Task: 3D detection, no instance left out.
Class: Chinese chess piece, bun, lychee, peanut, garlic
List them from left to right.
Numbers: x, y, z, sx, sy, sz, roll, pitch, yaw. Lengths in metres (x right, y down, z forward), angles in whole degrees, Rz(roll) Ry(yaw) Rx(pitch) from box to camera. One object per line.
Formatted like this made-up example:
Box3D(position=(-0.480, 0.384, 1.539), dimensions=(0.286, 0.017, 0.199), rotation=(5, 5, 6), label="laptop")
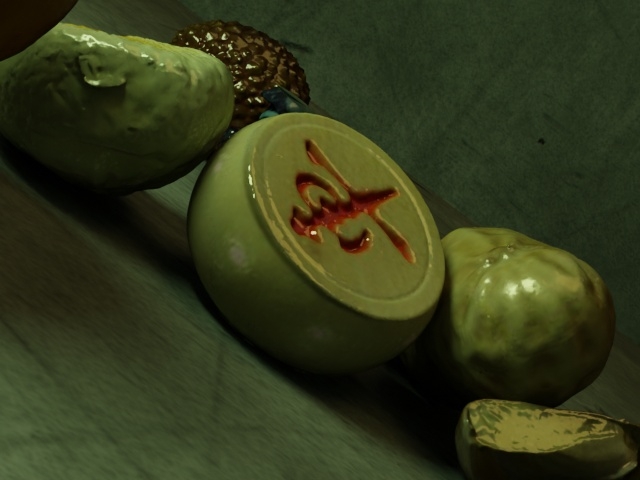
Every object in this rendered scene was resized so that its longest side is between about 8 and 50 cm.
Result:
Box3D(position=(-0.188, -0.117, 1.259), dimensions=(0.244, 0.153, 0.244), rotation=(7, 8, -1), label="bun")
Box3D(position=(-0.110, -0.189, 1.823), dimensions=(0.238, 0.200, 0.200), rotation=(44, 3, -38), label="lychee")
Box3D(position=(0.000, 0.000, 1.249), dimensions=(0.251, 0.097, 0.251), rotation=(25, 43, -26), label="Chinese chess piece")
Box3D(position=(0.165, 0.083, 1.391), dimensions=(0.192, 0.169, 0.387), rotation=(52, -14, -2), label="peanut")
Box3D(position=(0.201, 0.199, 1.263), dimensions=(0.195, 0.101, 0.087), rotation=(10, 50, -18), label="garlic")

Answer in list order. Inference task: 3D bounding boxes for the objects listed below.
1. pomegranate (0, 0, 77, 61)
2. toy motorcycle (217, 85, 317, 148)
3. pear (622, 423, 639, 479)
Box3D(position=(-0.338, -0.304, 0.949), dimensions=(0.411, 0.411, 0.411), rotation=(36, 9, -7), label="pomegranate")
Box3D(position=(-0.001, -0.053, 1.573), dimensions=(0.232, 0.172, 0.416), rotation=(29, 3, -11), label="toy motorcycle")
Box3D(position=(0.358, 0.263, 1.303), dimensions=(0.200, 0.200, 0.200), rotation=(36, 9, -7), label="pear")
